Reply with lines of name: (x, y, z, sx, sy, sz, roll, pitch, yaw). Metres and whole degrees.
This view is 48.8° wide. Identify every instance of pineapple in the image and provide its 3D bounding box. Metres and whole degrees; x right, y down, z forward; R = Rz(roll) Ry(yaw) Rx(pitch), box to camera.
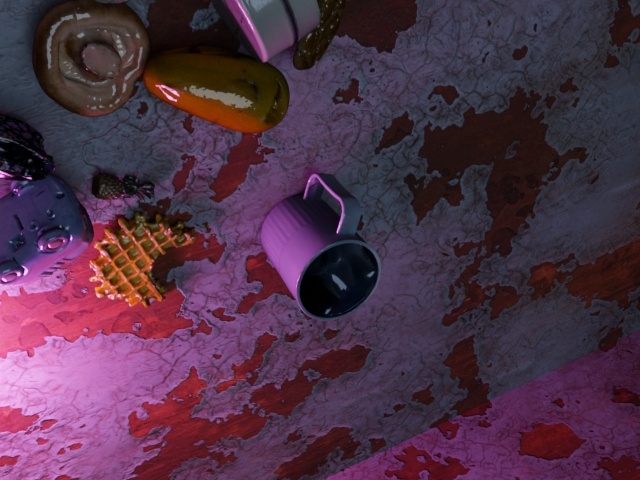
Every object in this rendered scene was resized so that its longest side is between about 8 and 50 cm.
pineapple: (-0.506, -0.134, 1.824, 0.159, 0.074, 0.074, 3, 119, -39)

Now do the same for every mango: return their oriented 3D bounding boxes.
mango: (-0.246, -0.362, 1.687, 0.365, 0.253, 0.182, 1, 115, -32)

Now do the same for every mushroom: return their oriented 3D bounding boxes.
mushroom: (-0.510, -0.413, 1.588, 0.278, 0.146, 0.278, -22, 133, -26)

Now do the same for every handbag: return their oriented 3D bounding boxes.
handbag: (-0.711, -0.208, 1.569, 0.229, 0.208, 0.126, 20, 104, -34)

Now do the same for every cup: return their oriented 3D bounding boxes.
cup: (-0.018, 0.010, 2.016, 0.257, 0.311, 0.331, -24, 128, -14)

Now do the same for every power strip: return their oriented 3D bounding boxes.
power strip: (-0.156, -0.575, 1.561, 0.161, 0.357, 0.357, -36, 130, -4)

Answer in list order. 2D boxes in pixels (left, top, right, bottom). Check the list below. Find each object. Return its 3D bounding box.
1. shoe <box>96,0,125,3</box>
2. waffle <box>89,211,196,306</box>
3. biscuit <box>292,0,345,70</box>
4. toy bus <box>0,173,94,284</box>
shoe: (-0.493, -0.589, 1.498, 0.228, 0.125, 0.099, 22, 121, -18)
waffle: (-0.500, 0.056, 1.946, 0.260, 0.069, 0.293, 13, 112, -35)
biscuit: (0.000, -0.526, 1.769, 0.042, 0.226, 0.226, 31, 107, 6)
toy bus: (-0.684, -0.014, 1.717, 0.294, 0.197, 0.232, -36, 162, 4)
